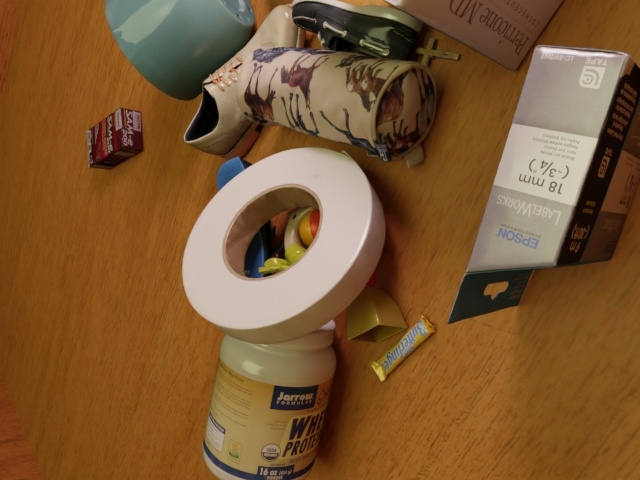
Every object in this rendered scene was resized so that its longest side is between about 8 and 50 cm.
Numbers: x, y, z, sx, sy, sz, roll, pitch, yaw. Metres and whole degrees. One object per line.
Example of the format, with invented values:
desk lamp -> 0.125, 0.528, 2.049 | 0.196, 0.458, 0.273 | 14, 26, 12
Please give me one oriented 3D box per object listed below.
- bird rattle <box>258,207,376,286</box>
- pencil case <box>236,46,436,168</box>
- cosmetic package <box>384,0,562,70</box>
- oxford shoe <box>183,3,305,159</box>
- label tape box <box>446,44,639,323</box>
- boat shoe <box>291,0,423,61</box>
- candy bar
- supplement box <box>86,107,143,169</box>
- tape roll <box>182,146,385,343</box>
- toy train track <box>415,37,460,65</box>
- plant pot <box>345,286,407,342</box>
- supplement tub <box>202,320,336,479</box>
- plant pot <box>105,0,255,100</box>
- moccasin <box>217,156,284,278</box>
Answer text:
bird rattle -> 0.000, 0.000, 1.027 | 0.254, 0.143, 0.206 | -25, 56, 37
pencil case -> 0.013, -0.261, 0.989 | 0.410, 0.160, 0.183 | 25, 132, 41
cosmetic package -> 0.197, -0.512, 0.709 | 0.327, 0.330, 0.393 | 48, 121, 32
oxford shoe -> -0.171, -0.347, 1.170 | 0.140, 0.147, 0.397 | 51, 121, 32
label tape box -> 0.304, -0.040, 0.661 | 0.106, 0.241, 0.333 | 24, 106, 39
boat shoe -> 0.047, -0.393, 0.993 | 0.303, 0.114, 0.091 | 28, 103, 41
candy bar -> 0.149, 0.194, 0.950 | 0.161, 0.018, 0.040 | -52, 57, 30
supplement box -> -0.659, -0.319, 1.676 | 0.240, 0.073, 0.130 | -14, 79, 41
tape roll -> -0.073, -0.003, 0.959 | 0.392, 0.072, 0.391 | -16, 51, 20
toy train track -> 0.205, -0.323, 0.914 | 0.083, 0.014, 0.048 | 24, 98, 35
plant pot -> 0.096, 0.133, 0.963 | 0.081, 0.082, 0.083 | -35, 54, 37
supplement tub -> -0.096, 0.293, 1.032 | 0.228, 0.228, 0.316 | 20, 103, 41
plant pot -> -0.296, -0.511, 1.212 | 0.235, 0.293, 0.292 | -25, 72, 25
moccasin -> -0.141, -0.019, 1.165 | 0.138, 0.117, 0.341 | -10, 77, 30
